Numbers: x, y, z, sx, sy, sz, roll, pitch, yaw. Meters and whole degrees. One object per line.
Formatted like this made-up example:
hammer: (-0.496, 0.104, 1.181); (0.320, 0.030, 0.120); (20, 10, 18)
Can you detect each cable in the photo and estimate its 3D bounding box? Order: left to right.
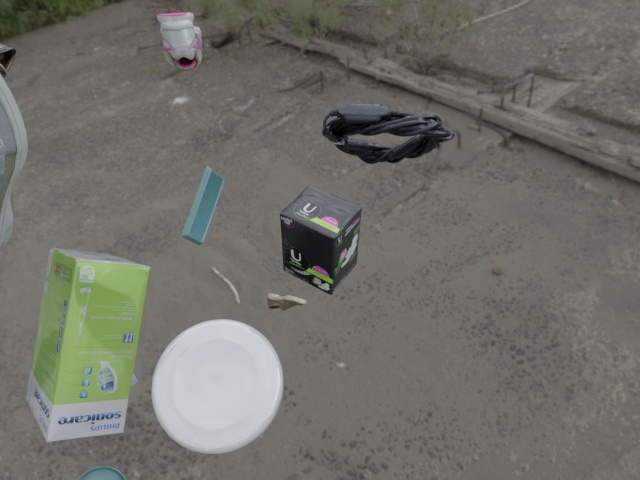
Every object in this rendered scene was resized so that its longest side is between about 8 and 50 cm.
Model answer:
cable: (0.098, -0.145, 0.681); (0.185, 0.150, 0.047); (4, 76, 13)

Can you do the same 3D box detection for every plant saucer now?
plant saucer: (-0.514, 0.582, 1.096); (0.119, 0.119, 0.021); (-27, 10, -17)
plant saucer: (-0.288, -0.086, 1.175); (0.018, 0.067, 0.192); (5, 72, 32)

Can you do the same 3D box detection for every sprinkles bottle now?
sprinkles bottle: (-0.109, 0.193, 0.588); (0.121, 0.355, 0.121); (2, 68, -5)

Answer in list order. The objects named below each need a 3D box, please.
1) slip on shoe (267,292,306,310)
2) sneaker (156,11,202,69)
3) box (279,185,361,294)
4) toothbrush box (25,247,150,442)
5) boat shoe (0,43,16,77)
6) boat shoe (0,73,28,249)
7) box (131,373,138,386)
slip on shoe: (-0.091, 0.166, 1.240); (0.135, 0.051, 0.041); (1, 76, 39)
sneaker: (-0.346, -0.477, 1.166); (0.103, 0.111, 0.252); (-6, 12, -6)
box: (0.000, 0.000, 0.463); (0.062, 0.083, 0.052); (25, 50, 22)
toothbrush box: (-0.411, 0.166, 0.819); (0.122, 0.283, 0.206); (11, -4, -40)
boat shoe: (-0.673, -0.353, 0.963); (0.049, 0.056, 0.152); (2, 61, -3)
boat shoe: (-0.417, -0.075, 0.526); (0.118, 0.320, 0.103); (25, 38, -11)
box: (-0.479, 0.257, 1.026); (0.072, 0.137, 0.126); (-34, 37, -29)
